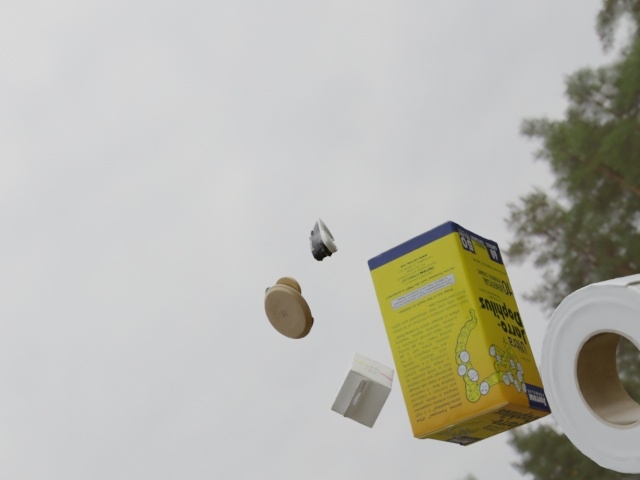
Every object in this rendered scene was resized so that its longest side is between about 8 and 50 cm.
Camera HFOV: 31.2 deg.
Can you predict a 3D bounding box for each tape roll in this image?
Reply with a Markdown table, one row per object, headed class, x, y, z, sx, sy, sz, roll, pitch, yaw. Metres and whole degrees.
| class | x | y | z | sx | sy | sz | roll | pitch | yaw |
| --- | --- | --- | --- | --- | --- | --- | --- | --- | --- |
| tape roll | 0.462 | 0.193 | 1.686 | 0.100 | 0.286 | 0.286 | -9 | -48 | -36 |

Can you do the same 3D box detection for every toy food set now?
| class | x | y | z | sx | sy | sz | roll | pitch | yaw |
| --- | --- | --- | --- | --- | --- | --- | --- | --- | --- |
| toy food set | -0.043 | 0.093 | 1.522 | 0.020 | 0.083 | 0.082 | -33 | -5 | -46 |

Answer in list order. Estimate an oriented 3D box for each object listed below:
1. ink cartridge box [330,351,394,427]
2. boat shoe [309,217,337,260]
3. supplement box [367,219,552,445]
| class | x | y | z | sx | sy | sz | roll | pitch | yaw |
| --- | --- | --- | --- | --- | --- | --- | --- | --- | --- |
| ink cartridge box | 0.082 | 0.291 | 2.210 | 0.143 | 0.090 | 0.092 | -62 | -3 | -77 |
| boat shoe | 0.000 | 0.000 | 1.848 | 0.038 | 0.125 | 0.046 | -37 | -69 | 8 |
| supplement box | 0.254 | 0.175 | 2.109 | 0.195 | 0.356 | 0.194 | -27 | -26 | 27 |
